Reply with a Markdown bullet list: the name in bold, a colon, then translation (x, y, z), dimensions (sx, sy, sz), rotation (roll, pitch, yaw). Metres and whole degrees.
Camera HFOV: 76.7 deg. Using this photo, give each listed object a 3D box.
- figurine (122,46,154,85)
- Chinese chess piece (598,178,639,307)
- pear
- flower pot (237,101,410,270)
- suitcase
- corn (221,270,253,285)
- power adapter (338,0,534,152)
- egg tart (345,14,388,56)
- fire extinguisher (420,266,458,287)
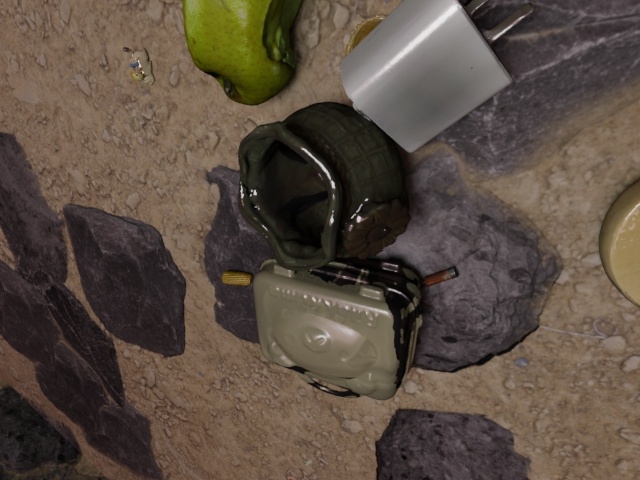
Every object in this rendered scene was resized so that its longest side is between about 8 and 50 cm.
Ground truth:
- **figurine**: translation (-0.425, -0.404, 0.940), dimensions (0.047, 0.050, 0.084), rotation (-8, 106, 35)
- **Chinese chess piece**: translation (0.553, 0.003, 0.584), dimensions (0.250, 0.097, 0.251), rotation (10, 114, 24)
- **pear**: translation (-0.125, -0.361, 0.693), dimensions (0.163, 0.238, 0.256), rotation (22, 117, 10)
- **flower pot**: translation (0.007, -0.082, 0.719), dimensions (0.301, 0.213, 0.302), rotation (30, 134, 37)
- **suitcase**: translation (0.031, 0.199, 0.868), dimensions (0.351, 0.194, 0.340), rotation (13, 122, 22)
- **corn**: translation (-0.216, 0.098, 1.048), dimensions (0.092, 0.037, 0.037), rotation (3, 112, 23)
- **power adapter**: translation (0.181, -0.277, 0.607), dimensions (0.187, 0.124, 0.255), rotation (28, 132, -35)
- **egg tart**: translation (0.095, -0.325, 0.709), dimensions (0.128, 0.049, 0.129), rotation (10, 113, 24)
- **fire extinguisher**: translation (0.238, 0.078, 0.819), dimensions (0.083, 0.023, 0.028), rotation (-27, 127, 33)
